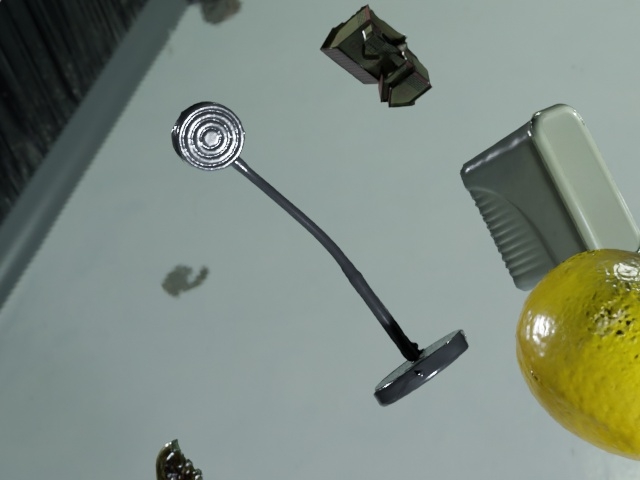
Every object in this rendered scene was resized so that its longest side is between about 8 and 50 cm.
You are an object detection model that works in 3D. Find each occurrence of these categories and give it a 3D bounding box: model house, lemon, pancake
[{"bbox_3d":[0.049,-0.155,0.984,0.058,0.083,0.057,-36,41,28],"label":"model house"},{"bbox_3d":[0.350,0.128,1.282,0.263,0.236,0.236,12,52,22],"label":"lemon"},{"bbox_3d":[-0.194,0.349,1.571,0.022,0.116,0.129,-6,36,-39],"label":"pancake"}]

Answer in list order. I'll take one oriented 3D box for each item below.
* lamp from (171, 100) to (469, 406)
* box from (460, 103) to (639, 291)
[{"bbox_3d":[0.009,0.011,1.086,0.130,0.371,0.108,-36,18,-1],"label":"lamp"},{"bbox_3d":[0.348,-0.049,1.708,0.138,0.274,0.178,-21,-5,-45],"label":"box"}]
